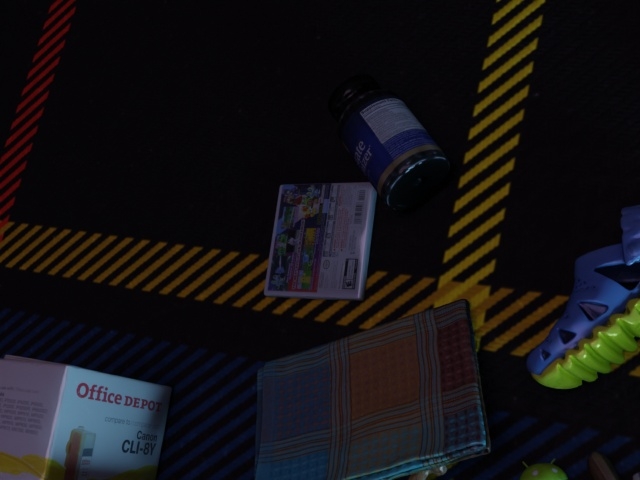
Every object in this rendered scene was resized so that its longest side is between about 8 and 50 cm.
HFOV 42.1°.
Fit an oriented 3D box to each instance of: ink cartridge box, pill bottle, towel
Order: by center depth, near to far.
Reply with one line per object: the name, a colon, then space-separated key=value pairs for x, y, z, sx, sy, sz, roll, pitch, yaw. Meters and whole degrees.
towel: x=0.059 y=0.241 z=1.230 sx=0.370 sy=0.040 sz=0.271 roll=-22 pitch=41 yaw=21
ink cartridge box: x=-0.408 y=0.398 z=1.335 sx=0.160 sy=0.279 sz=0.384 roll=0 pitch=74 yaw=27
pill bottle: x=0.104 y=-0.166 z=1.352 sx=0.123 sy=0.123 sz=0.219 roll=-39 pitch=60 yaw=11

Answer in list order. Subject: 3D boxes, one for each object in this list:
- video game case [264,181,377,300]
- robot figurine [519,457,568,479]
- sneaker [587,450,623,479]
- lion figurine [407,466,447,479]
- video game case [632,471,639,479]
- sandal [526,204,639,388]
video game case: x=0.000 y=0.000 z=1.409 sx=0.183 sy=0.023 sz=0.201 roll=1 pitch=75 yaw=27
robot figurine: x=0.303 y=0.350 z=1.108 sx=0.101 sy=0.067 sz=0.115 roll=-6 pitch=68 yaw=-3
sneaker: x=0.377 y=0.367 z=1.065 sx=0.071 sy=0.066 sz=0.188 roll=-31 pitch=61 yaw=16
lion figurine: x=0.183 y=0.464 z=1.061 sx=0.240 sy=0.142 sz=0.392 roll=-46 pitch=44 yaw=-12
video game case: x=0.541 y=0.358 z=0.917 sx=0.300 sy=0.036 sz=0.329 roll=-25 pitch=36 yaw=18
sandal: x=0.396 y=0.070 z=1.131 sx=0.317 sy=0.126 sz=0.138 roll=-43 pitch=56 yaw=-1
